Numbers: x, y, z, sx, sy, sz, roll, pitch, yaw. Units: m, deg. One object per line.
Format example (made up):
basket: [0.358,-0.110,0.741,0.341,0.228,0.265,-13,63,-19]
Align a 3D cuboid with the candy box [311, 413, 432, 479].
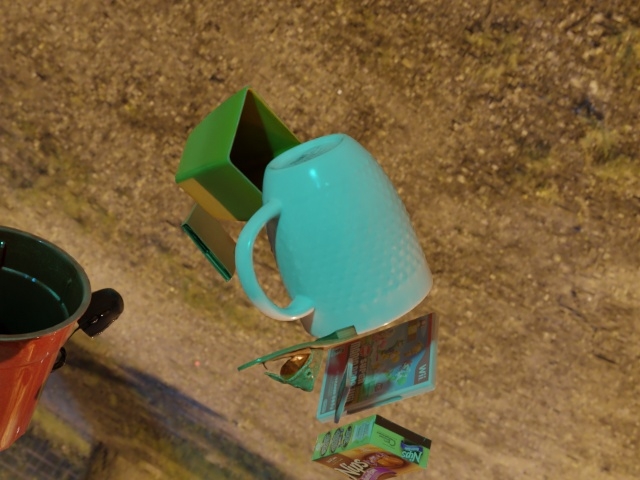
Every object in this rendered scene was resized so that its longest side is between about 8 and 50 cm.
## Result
candy box: [0.078,0.335,1.362,0.109,0.053,0.187,29,146,-18]

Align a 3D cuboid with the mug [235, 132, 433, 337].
mug: [0.000,0.000,1.613,0.276,0.374,0.328,2,120,52]

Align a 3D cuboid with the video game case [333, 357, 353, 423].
video game case: [0.047,0.303,1.728,0.011,0.122,0.087,16,110,0]

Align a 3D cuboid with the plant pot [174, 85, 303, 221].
plant pot: [-0.182,-0.161,1.808,0.187,0.212,0.212,-15,138,31]

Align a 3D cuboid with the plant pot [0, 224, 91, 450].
plant pot: [-0.505,0.157,1.262,0.272,0.272,0.265,28,118,8]

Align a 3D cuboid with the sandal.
sandal: [-0.020,0.207,1.405,0.088,0.240,0.079,-31,77,48]

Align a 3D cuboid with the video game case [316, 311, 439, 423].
video game case: [0.125,0.277,1.859,0.285,0.204,0.025,-23,124,28]

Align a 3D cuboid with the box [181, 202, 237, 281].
box: [-0.250,-0.003,1.981,0.164,0.021,0.201,51,-168,-13]

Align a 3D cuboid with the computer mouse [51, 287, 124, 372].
computer mouse: [-0.429,0.159,1.514,0.041,0.242,0.071,-16,112,38]
